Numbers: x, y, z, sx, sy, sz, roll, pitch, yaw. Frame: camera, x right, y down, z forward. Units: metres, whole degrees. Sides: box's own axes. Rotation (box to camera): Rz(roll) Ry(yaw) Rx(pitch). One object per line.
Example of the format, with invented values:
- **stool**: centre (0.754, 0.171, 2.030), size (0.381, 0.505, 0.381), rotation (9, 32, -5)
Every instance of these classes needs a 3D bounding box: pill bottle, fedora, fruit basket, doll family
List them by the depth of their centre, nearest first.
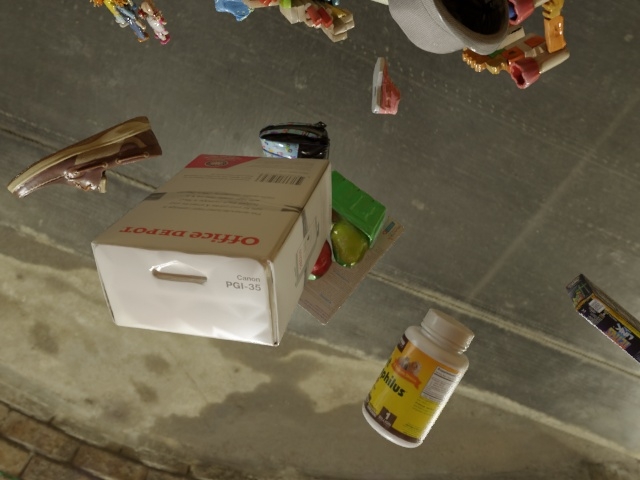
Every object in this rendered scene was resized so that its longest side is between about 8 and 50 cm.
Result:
- **pill bottle**: centre (0.168, 0.226, 0.893), size (0.117, 0.117, 0.215), rotation (27, 97, -13)
- **fedora**: centre (0.216, -0.430, 0.954), size (0.124, 0.275, 0.244), rotation (-20, 80, 49)
- **doll family**: centre (-0.531, -0.629, 1.436), size (0.118, 0.163, 0.263), rotation (-43, 73, -10)
- **fruit basket**: centre (0.000, 0.000, 1.459), size (0.327, 0.353, 0.165), rotation (37, 170, 13)

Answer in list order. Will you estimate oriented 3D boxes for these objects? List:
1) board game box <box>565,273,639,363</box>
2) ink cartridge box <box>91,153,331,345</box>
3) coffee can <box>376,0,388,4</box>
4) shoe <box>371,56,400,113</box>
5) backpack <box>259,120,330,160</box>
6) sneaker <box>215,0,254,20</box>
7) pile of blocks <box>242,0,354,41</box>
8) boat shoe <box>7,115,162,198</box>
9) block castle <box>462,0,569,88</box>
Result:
- **board game box**: centre (0.558, 0.151, 1.012), size (0.170, 0.141, 0.048), rotation (41, 110, 5)
- **ink cartridge box**: centre (-0.114, -0.007, 0.674), size (0.207, 0.283, 0.117), rotation (5, 120, 12)
- **coffee can**: centre (0.091, -0.671, 1.217), size (0.275, 0.201, 0.202), rotation (24, 127, 15)
- **shoe**: centre (0.215, -0.498, 1.720), size (0.081, 0.063, 0.178), rotation (3, 93, -12)
- **backpack**: centre (-0.068, -0.231, 1.332), size (0.173, 0.158, 0.117), rotation (3, 118, -6)
- **sneaker**: centre (-0.192, -0.691, 1.508), size (0.240, 0.091, 0.126), rotation (0, 119, -5)
- **pile of blocks**: centre (-0.034, -0.624, 1.375), size (0.362, 0.113, 0.149), rotation (4, 129, -36)
- **boat shoe**: centre (-0.529, -0.162, 1.212), size (0.342, 0.123, 0.123), rotation (-28, 107, -10)
- **block castle**: centre (0.530, -0.684, 1.619), size (0.212, 0.453, 0.303), rotation (-28, 134, 3)
